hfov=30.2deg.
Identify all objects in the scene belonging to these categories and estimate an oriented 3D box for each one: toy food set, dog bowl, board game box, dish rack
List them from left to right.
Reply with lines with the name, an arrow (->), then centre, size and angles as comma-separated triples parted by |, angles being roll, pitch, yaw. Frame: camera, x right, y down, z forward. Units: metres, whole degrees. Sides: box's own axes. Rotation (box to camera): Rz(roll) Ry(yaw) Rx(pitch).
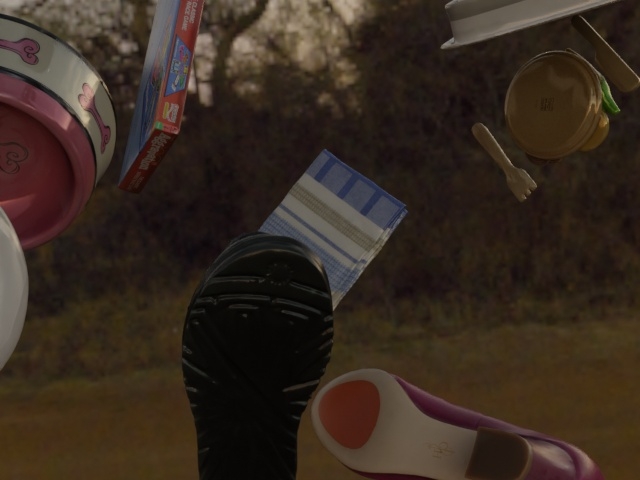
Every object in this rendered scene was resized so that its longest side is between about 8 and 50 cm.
dog bowl -> -0.525, -0.144, 1.836 | 0.408, 0.408, 0.150 | -7, 43, 5
board game box -> -0.152, -0.201, 1.206 | 0.027, 0.281, 0.145 | 15, -26, -17
toy food set -> 0.268, -0.148, 1.339 | 0.038, 0.132, 0.192 | 3, -42, -50
dish rack -> 0.271, -0.277, 1.196 | 0.286, 0.072, 0.333 | -13, 13, 21

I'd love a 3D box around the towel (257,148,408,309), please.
towel -> 0.000, 0.000, 2.149 | 0.209, 0.285, 0.034 | 36, -3, 17

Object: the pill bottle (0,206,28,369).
pill bottle -> -0.494, 0.062, 1.137 | 0.408, 0.229, 0.229 | -10, 2, 36

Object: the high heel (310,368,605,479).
high heel -> 0.152, 0.251, 1.383 | 0.181, 0.127, 0.377 | 30, -10, -38

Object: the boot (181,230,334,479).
boot -> -0.051, 0.051, 0.846 | 0.094, 0.246, 0.207 | 1, 36, -6
